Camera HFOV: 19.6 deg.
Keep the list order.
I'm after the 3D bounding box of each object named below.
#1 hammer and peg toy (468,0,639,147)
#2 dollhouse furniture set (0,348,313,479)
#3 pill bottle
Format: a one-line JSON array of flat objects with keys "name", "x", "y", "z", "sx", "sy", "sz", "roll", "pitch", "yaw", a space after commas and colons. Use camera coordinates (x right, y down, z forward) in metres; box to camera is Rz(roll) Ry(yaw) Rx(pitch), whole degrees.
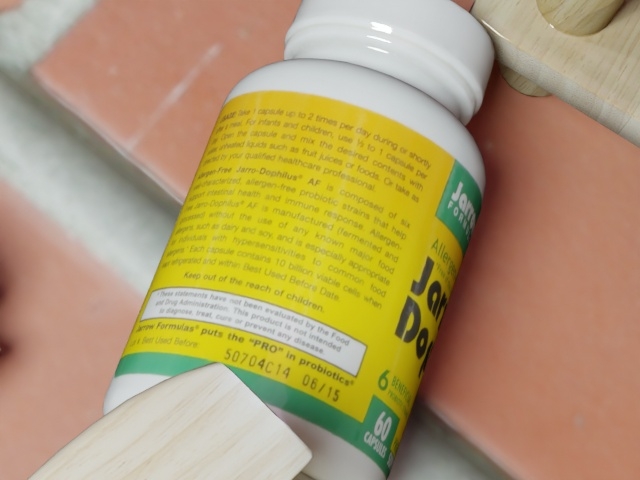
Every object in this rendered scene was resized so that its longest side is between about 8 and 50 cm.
[{"name": "hammer and peg toy", "x": 0.250, "y": -0.171, "z": 0.860, "sx": 0.266, "sy": 0.127, "sz": 0.361, "roll": 31, "pitch": 70, "yaw": 2}, {"name": "dollhouse furniture set", "x": -0.212, "y": 0.072, "z": 0.626, "sx": 0.303, "sy": 0.198, "sz": 0.286, "roll": 44, "pitch": 58, "yaw": 5}, {"name": "pill bottle", "x": 0.000, "y": 0.000, "z": 0.761, "sx": 0.117, "sy": 0.117, "sz": 0.208, "roll": 22, "pitch": 69, "yaw": -4}]
